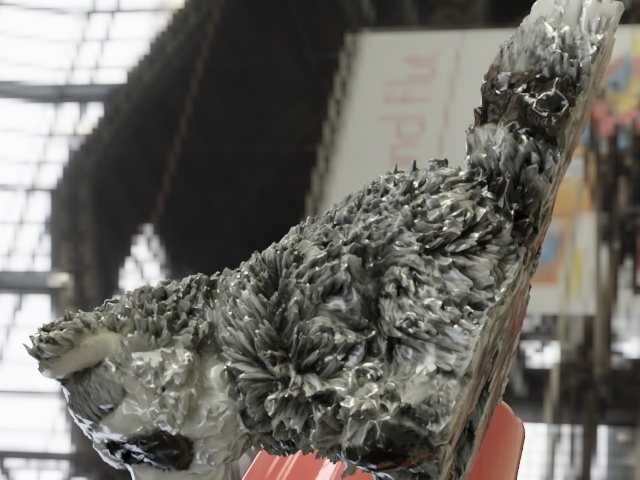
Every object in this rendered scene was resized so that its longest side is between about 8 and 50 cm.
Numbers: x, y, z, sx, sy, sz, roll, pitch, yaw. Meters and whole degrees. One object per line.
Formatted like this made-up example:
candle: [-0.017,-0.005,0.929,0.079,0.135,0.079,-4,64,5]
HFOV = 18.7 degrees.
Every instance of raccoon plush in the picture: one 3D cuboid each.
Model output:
raccoon plush: [0.000,0.000,1.363,0.216,0.299,0.446,77,-145,-65]

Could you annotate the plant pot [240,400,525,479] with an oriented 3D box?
plant pot: [0.049,0.239,1.697,0.243,0.275,0.275,-65,-25,-18]

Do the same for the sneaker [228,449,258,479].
sneaker: [-0.095,0.247,1.925,0.300,0.121,0.111,-54,-11,4]
